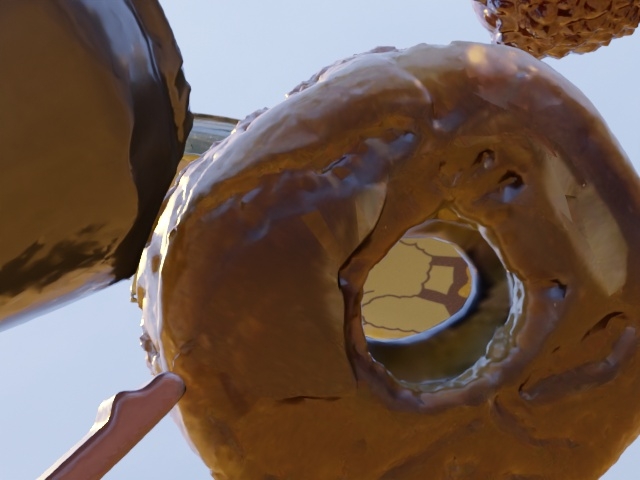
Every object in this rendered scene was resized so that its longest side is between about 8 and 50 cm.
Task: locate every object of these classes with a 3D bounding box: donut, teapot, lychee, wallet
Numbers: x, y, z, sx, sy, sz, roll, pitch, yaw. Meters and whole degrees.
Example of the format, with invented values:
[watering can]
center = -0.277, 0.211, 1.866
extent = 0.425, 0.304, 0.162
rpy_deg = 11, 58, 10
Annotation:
[donut]
center = 0.049, 0.029, 1.138
extent = 0.330, 0.330, 0.160
rpy_deg = -28, 20, -13
[teapot]
center = -0.249, -0.003, 0.919
extent = 0.361, 0.376, 0.305
rpy_deg = -40, 3, -22
[lychee]
center = 0.192, -0.236, 1.479
extent = 0.188, 0.188, 0.188
rpy_deg = -29, -18, -11
[wallet]
center = 0.000, 0.000, 1.607
extent = 0.309, 0.077, 0.223
rpy_deg = 10, -44, -7
